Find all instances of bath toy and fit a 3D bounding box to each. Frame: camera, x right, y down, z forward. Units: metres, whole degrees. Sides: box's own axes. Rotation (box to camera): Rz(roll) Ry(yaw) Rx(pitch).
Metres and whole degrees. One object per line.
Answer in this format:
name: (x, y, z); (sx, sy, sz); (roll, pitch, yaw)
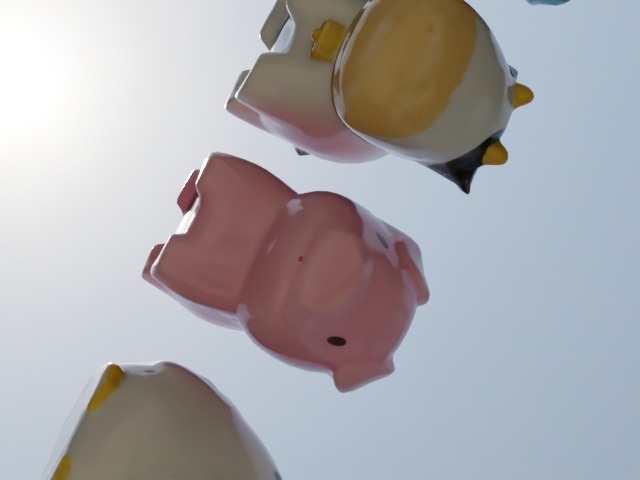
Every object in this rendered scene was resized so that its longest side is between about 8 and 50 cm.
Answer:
bath toy: (0.000, 0.000, 0.595); (0.129, 0.151, 0.348); (28, -96, -11)
